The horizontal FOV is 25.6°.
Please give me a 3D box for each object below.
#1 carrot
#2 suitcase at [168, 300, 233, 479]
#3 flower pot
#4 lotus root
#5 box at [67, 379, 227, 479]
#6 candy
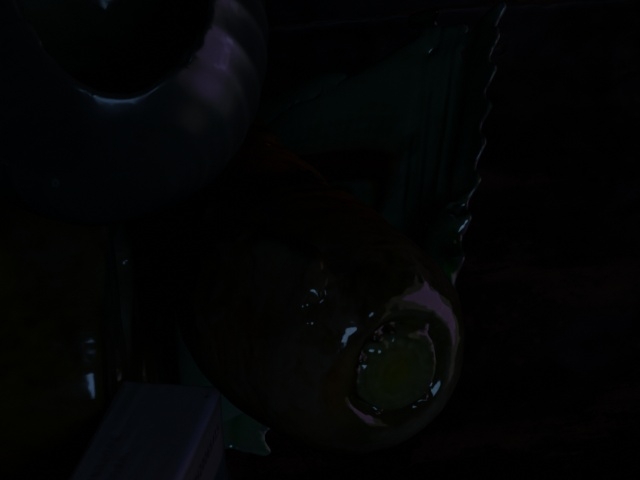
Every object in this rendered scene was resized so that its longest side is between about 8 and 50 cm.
[{"bbox_3d":[-0.027,0.016,0.808,0.302,0.138,0.139,-133,-144,-62],"label":"carrot"},{"bbox_3d":[-0.129,0.185,1.249,0.206,0.066,0.286,116,-27,-56],"label":"suitcase"},{"bbox_3d":[-0.125,-0.119,0.770,0.157,0.189,0.243,111,-26,-49],"label":"flower pot"},{"bbox_3d":[-0.161,0.104,0.969,0.390,0.111,0.375,97,-9,-81],"label":"lotus root"},{"bbox_3d":[-0.115,0.245,0.697,0.343,0.065,0.200,-68,159,-59],"label":"box"},{"bbox_3d":[0.006,0.002,1.010,0.398,0.172,0.263,-23,-120,56],"label":"candy"}]
